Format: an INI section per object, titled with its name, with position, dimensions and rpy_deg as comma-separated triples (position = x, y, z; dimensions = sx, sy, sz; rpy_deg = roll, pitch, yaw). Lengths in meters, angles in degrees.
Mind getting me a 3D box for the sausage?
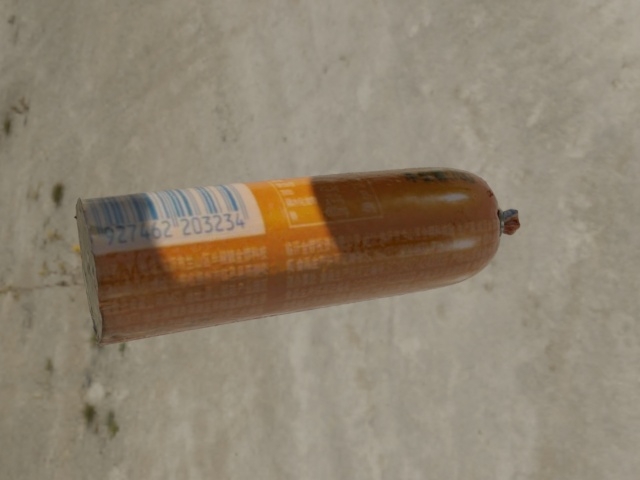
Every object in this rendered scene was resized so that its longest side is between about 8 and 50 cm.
[sausage]
position = 0.000, 0.000, 0.611
dimensions = 0.093, 0.312, 0.093
rpy_deg = 172, 90, -68
